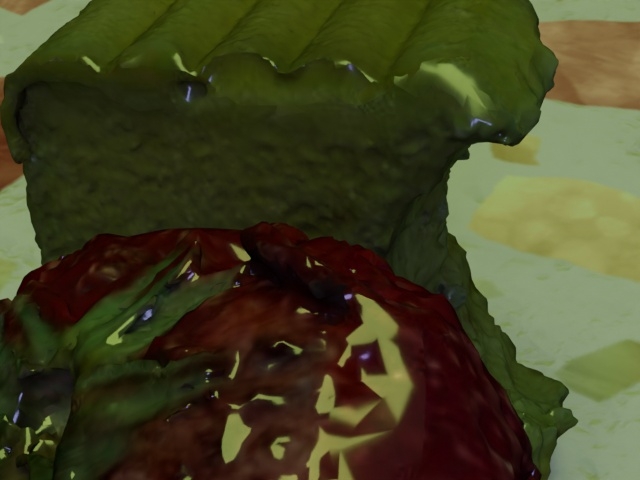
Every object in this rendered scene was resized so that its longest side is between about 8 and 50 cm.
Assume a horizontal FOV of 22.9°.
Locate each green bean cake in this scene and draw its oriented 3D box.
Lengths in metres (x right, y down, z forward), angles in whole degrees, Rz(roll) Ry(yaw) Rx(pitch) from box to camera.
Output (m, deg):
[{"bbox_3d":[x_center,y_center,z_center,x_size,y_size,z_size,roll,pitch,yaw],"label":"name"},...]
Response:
[{"bbox_3d":[0.000,0.000,0.696,0.233,0.236,0.124,7,35,19],"label":"green bean cake"}]

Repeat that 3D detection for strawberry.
[{"bbox_3d":[-0.026,0.129,0.564,0.274,0.220,0.274,-30,41,30],"label":"strawberry"}]
